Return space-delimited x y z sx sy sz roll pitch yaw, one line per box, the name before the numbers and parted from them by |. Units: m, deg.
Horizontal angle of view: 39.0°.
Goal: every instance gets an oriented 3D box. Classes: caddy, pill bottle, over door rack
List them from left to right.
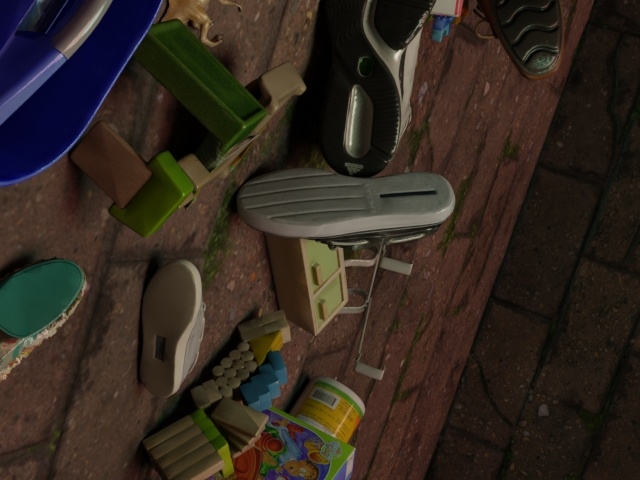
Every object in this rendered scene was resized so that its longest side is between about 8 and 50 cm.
caddy | -0.250 -0.211 0.746 0.341 0.179 0.241 -62 157 -14
pill bottle | -0.023 0.412 1.848 0.246 0.136 0.136 -55 154 -28
over door rack | 0.082 0.071 1.717 0.324 0.108 0.239 -96 -163 -66

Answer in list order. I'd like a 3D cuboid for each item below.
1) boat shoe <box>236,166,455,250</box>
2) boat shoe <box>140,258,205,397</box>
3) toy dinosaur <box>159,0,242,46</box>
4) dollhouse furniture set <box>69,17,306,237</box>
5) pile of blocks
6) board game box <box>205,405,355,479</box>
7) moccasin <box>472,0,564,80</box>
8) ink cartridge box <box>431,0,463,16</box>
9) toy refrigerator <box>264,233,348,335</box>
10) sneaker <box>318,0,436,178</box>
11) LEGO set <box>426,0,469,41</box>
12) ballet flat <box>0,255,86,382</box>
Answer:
boat shoe | 0.039 -0.033 1.396 0.119 0.335 0.121 97 -7 -53
boat shoe | -0.204 0.115 1.280 0.081 0.079 0.227 -47 156 -58
toy dinosaur | -0.154 -0.279 1.083 0.183 0.053 0.092 -52 137 -6
dollhouse furniture set | -0.160 -0.155 1.111 0.197 0.151 0.301 -45 -176 23
pile of blocks | -0.135 0.278 1.469 0.362 0.149 0.112 -52 152 -35
board game box | -0.127 0.435 1.516 0.347 0.233 0.078 -44 148 -45
moccasin | 0.350 -0.464 1.707 0.139 0.380 0.147 -24 160 -1
ink cartridge box | 0.218 -0.507 1.555 0.218 0.092 0.158 -68 165 -49
toy refrigerator | -0.019 0.038 1.565 0.102 0.094 0.269 -45 148 -29
sneaker | 0.095 -0.329 1.500 0.257 0.169 0.447 -45 147 -81
LEGO set | 0.231 -0.456 1.708 0.227 0.087 0.093 -48 150 -42
ballet flat | -0.350 0.107 0.956 0.241 0.091 0.077 -45 179 -35
